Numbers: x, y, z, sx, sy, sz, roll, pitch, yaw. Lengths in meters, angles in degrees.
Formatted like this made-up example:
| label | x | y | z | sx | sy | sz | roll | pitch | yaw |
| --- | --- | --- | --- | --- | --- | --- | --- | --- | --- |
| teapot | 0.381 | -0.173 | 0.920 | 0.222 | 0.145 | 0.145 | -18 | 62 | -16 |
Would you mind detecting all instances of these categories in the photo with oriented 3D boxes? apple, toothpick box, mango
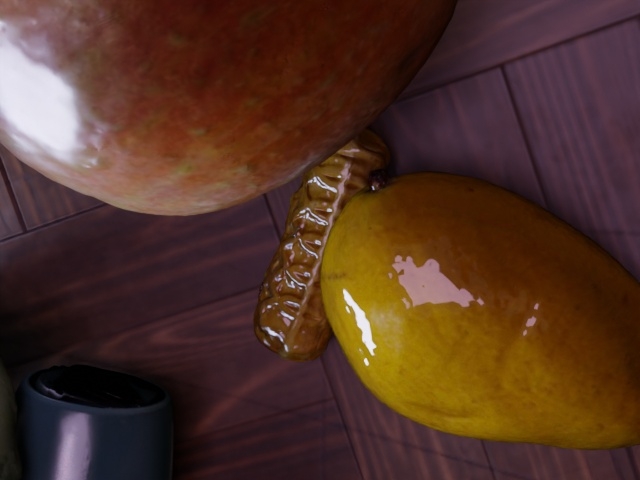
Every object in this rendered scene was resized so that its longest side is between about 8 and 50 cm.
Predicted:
| label | x | y | z | sx | sy | sz | roll | pitch | yaw |
| --- | --- | --- | --- | --- | --- | --- | --- | --- | --- |
| apple | -0.056 | -0.180 | 0.522 | 0.302 | 0.301 | 0.301 | 2 | 98 | 12 |
| toothpick box | -0.153 | 0.175 | 0.689 | 0.120 | 0.120 | 0.184 | 12 | 98 | 10 |
| mango | 0.103 | 0.051 | 0.624 | 0.227 | 0.109 | 0.147 | 31 | 107 | -6 |

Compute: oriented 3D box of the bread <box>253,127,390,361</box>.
| label | x | y | z | sx | sy | sz | roll | pitch | yaw |
| --- | --- | --- | --- | --- | --- | --- | --- | --- | --- |
| bread | 0.000 | 0.000 | 0.669 | 0.052 | 0.044 | 0.157 | 20 | 101 | 12 |

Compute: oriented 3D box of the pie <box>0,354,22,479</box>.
| label | x | y | z | sx | sy | sz | roll | pitch | yaw |
| --- | --- | --- | --- | --- | --- | --- | --- | --- | --- |
| pie | -0.257 | 0.155 | 0.686 | 0.241 | 0.054 | 0.240 | -12 | 74 | 48 |
